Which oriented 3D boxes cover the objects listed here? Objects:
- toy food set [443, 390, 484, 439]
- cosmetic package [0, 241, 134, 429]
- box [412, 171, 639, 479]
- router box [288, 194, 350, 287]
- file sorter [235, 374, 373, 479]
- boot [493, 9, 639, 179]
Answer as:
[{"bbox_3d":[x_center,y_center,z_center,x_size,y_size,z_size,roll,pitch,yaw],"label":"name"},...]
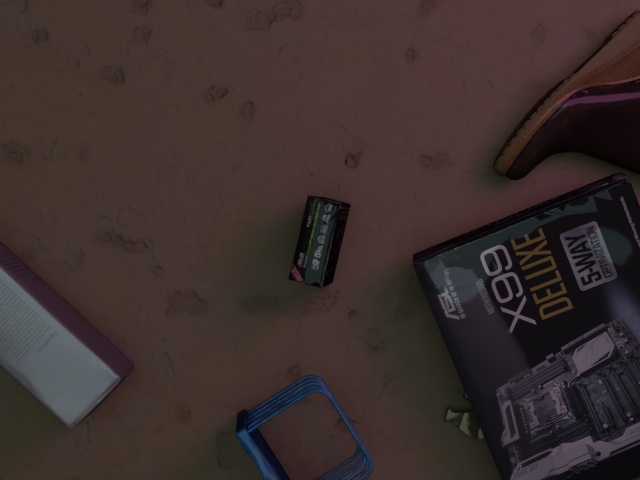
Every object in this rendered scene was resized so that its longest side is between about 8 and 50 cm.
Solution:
[{"bbox_3d":[0.205,0.194,1.664,0.122,0.019,0.078,28,92,0],"label":"toy food set"},{"bbox_3d":[-0.316,0.093,1.616,0.231,0.117,0.085,44,92,0],"label":"cosmetic package"},{"bbox_3d":[0.265,0.112,1.594,0.242,0.076,0.307,-21,97,7],"label":"box"},{"bbox_3d":[0.000,0.000,1.606,0.038,0.122,0.092,14,92,5],"label":"router box"},{"bbox_3d":[-0.015,0.217,1.593,0.104,0.170,0.118,-32,92,-3],"label":"file sorter"},{"bbox_3d":[0.335,-0.101,1.618,0.248,0.090,0.207,-43,91,1],"label":"boot"}]
